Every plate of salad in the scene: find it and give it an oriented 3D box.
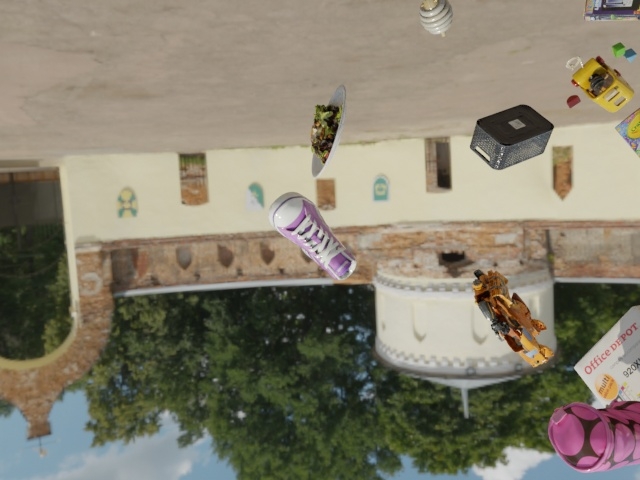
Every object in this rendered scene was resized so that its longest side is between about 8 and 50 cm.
[{"bbox_3d":[0.006,-0.225,1.220,0.048,0.199,0.200,16,-179,-14],"label":"plate of salad"}]

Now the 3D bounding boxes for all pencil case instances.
[{"bbox_3d":[0.398,0.263,0.820,0.209,0.095,0.098,14,-146,-41],"label":"pencil case"}]

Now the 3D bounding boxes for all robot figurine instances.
[{"bbox_3d":[0.512,0.197,1.604,0.085,0.291,0.211,-33,-156,27],"label":"robot figurine"}]

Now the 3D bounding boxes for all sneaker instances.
[{"bbox_3d":[0.001,-0.001,1.337,0.161,0.102,0.282,43,-179,36],"label":"sneaker"}]

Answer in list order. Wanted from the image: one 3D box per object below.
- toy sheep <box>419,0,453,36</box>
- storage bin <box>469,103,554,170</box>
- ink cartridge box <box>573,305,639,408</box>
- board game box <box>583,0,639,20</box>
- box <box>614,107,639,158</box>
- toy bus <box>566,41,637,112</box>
[{"bbox_3d":[0.290,-0.563,1.481,0.091,0.091,0.132,1,152,38],"label":"toy sheep"},{"bbox_3d":[0.497,-0.271,1.546,0.180,0.084,0.122,-22,-127,-20],"label":"storage bin"},{"bbox_3d":[0.574,0.236,0.949,0.168,0.171,0.232,-1,-136,-30],"label":"ink cartridge box"},{"bbox_3d":[0.727,-0.624,1.439,0.141,0.170,0.048,11,-175,29],"label":"board game box"},{"bbox_3d":[0.727,-0.138,1.070,0.290,0.279,0.177,-1,146,-49],"label":"box"},{"bbox_3d":[0.807,-0.444,1.696,0.202,0.104,0.191,-18,144,-2],"label":"toy bus"}]
